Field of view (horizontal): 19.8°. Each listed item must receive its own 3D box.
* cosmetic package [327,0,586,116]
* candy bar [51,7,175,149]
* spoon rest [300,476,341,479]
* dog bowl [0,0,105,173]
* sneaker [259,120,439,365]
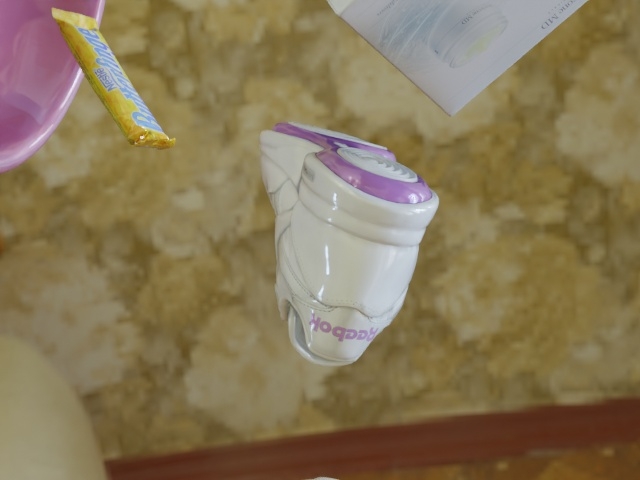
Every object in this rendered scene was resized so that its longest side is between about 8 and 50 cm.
[{"bbox_3d":[0.136,-0.285,1.887,0.224,0.224,0.138,-41,48,13],"label":"cosmetic package"},{"bbox_3d":[-0.149,-0.114,1.303,0.040,0.018,0.161,12,31,-41],"label":"candy bar"},{"bbox_3d":[0.058,0.242,1.335,0.137,0.276,0.084,6,72,43],"label":"spoon rest"},{"bbox_3d":[-0.286,-0.224,1.356,0.150,0.408,0.408,10,33,17],"label":"dog bowl"},{"bbox_3d":[0.000,0.000,1.294,0.114,0.152,0.305,14,8,-7],"label":"sneaker"}]
